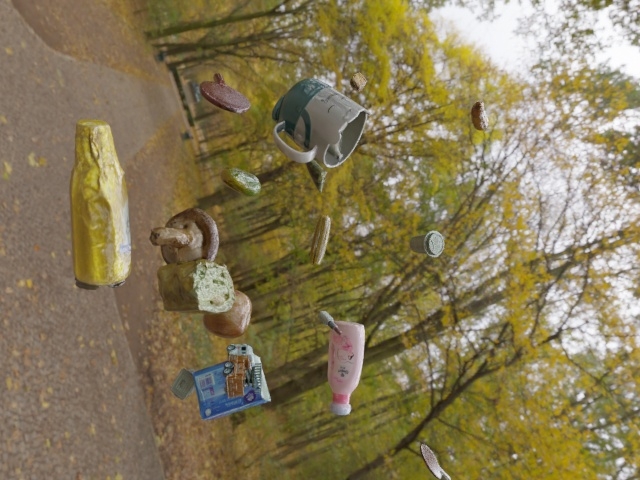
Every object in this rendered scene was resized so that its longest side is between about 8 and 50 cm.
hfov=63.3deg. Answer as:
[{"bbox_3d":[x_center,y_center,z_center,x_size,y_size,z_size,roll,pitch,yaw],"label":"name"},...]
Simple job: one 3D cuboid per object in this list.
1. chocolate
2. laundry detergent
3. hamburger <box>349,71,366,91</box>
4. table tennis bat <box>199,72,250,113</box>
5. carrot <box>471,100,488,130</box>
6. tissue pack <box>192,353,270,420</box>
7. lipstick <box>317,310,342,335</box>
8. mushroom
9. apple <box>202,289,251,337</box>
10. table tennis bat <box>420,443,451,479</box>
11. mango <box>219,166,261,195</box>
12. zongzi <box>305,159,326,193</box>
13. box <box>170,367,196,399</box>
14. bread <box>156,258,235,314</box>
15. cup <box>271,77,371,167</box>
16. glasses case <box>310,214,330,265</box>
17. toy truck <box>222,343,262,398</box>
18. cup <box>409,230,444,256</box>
[{"bbox_3d":[-0.590,-0.092,1.375,0.162,0.162,0.445,-122,-145,-59],"label":"chocolate"},{"bbox_3d":[0.086,0.472,1.932,0.159,0.087,0.335,3,-94,48],"label":"laundry detergent"},{"bbox_3d":[0.174,-0.733,2.406,0.076,0.083,0.044,47,-34,-10],"label":"hamburger"},{"bbox_3d":[-0.377,-0.579,2.022,0.038,0.200,0.310,-62,-148,28],"label":"table tennis bat"},{"bbox_3d":[0.553,-0.438,1.810,0.248,0.059,0.059,16,53,-69],"label":"carrot"},{"bbox_3d":[-0.362,0.594,2.109,0.146,0.263,0.198,68,4,-68],"label":"tissue pack"},{"bbox_3d":[0.032,0.253,1.571,0.107,0.025,0.025,39,-68,44],"label":"lipstick"},{"bbox_3d":[-0.545,0.019,2.115,0.254,0.267,0.267,-61,143,-56],"label":"mushroom"},{"bbox_3d":[-0.386,0.306,2.167,0.211,0.187,0.211,-165,-90,-89],"label":"apple"},{"bbox_3d":[0.338,0.663,1.528,0.158,0.014,0.095,49,15,-22],"label":"table tennis bat"},{"bbox_3d":[-0.287,-0.216,1.842,0.122,0.085,0.191,32,-1,35],"label":"mango"},{"bbox_3d":[-0.021,-0.255,2.059,0.104,0.052,0.113,53,-25,30],"label":"zongzi"},{"bbox_3d":[-0.558,0.597,2.174,0.084,0.122,0.069,34,6,18],"label":"box"},{"bbox_3d":[-0.457,0.170,1.887,0.238,0.252,0.196,22,72,-54],"label":"bread"},{"bbox_3d":[-0.018,-0.365,1.660,0.257,0.289,0.219,38,-27,16],"label":"cup"},{"bbox_3d":[0.000,0.000,2.355,0.079,0.064,0.234,27,75,-76],"label":"glasses case"},{"bbox_3d":[-0.240,0.397,1.613,0.178,0.115,0.080,-102,-168,-63],"label":"toy truck"},{"bbox_3d":[0.476,0.018,2.344,0.141,0.120,0.120,-6,-77,56],"label":"cup"}]
